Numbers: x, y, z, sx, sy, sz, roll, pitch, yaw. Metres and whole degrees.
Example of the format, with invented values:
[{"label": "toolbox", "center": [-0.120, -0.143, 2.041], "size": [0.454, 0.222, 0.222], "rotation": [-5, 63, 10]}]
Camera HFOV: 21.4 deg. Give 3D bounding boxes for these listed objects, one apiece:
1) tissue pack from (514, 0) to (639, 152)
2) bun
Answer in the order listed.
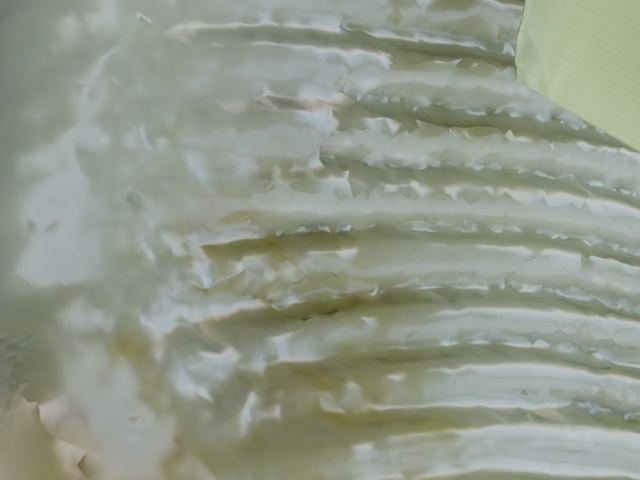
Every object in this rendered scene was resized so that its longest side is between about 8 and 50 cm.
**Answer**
[{"label": "tissue pack", "center": [0.179, -0.053, 0.332], "size": [0.159, 0.234, 0.125], "rotation": [-54, 166, -21]}, {"label": "bun", "center": [0.000, 0.000, 0.555], "size": [0.219, 0.365, 0.365], "rotation": [-25, -167, 48]}]
